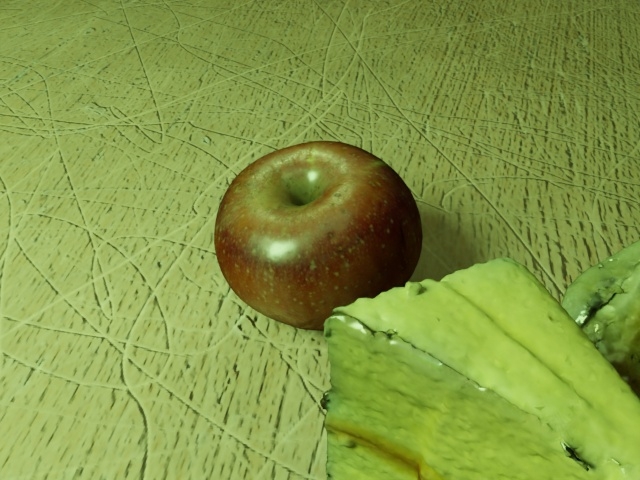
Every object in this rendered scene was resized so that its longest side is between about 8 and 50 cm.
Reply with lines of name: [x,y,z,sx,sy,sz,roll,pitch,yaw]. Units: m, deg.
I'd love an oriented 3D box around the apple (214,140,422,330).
apple: [0.000,0.000,0.588,0.201,0.162,0.201,-7,46,7]

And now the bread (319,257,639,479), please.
bread: [0.092,0.157,0.347,0.136,0.240,0.178,-14,44,-16]

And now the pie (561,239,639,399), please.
pie: [0.319,0.133,0.420,0.340,0.077,0.338,0,72,-1]
